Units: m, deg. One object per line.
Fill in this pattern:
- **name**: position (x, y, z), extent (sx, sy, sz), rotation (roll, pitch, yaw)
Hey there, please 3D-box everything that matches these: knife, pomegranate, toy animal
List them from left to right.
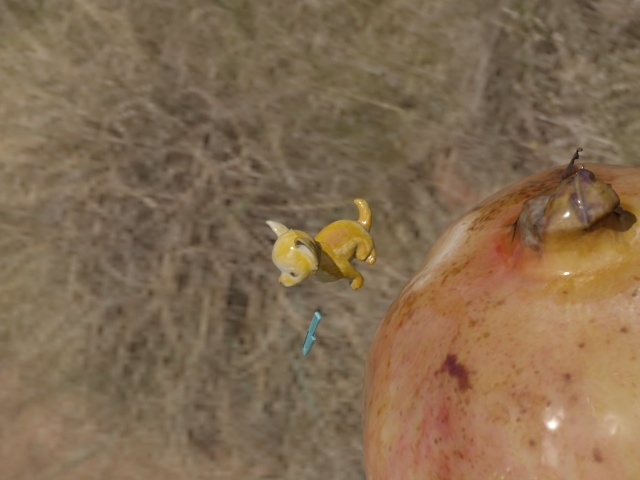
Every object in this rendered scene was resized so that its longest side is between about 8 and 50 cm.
- **knife**: position (-0.010, 0.105, 2.024), extent (0.014, 0.005, 0.091), rotation (59, 155, 21)
- **toy animal**: position (0.000, 0.000, 1.315), extent (0.060, 0.083, 0.081), rotation (28, 92, 46)
- **pomegranate**: position (0.175, 0.090, 1.114), extent (0.338, 0.338, 0.338), rotation (-5, 81, 34)
